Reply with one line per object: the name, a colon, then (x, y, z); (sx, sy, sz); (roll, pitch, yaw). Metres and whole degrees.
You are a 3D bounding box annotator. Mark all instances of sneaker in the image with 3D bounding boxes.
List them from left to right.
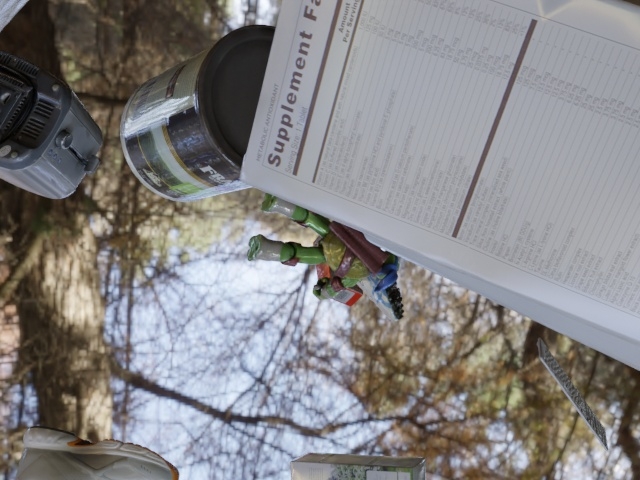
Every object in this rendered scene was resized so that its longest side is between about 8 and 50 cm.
sneaker: (-0.343, 0.367, 1.259); (0.262, 0.099, 0.121); (5, -118, 15)
sneaker: (0.091, 0.070, 1.712); (0.237, 0.086, 0.085); (56, -161, 10)

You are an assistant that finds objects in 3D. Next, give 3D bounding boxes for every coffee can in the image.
coffee can: (-0.137, -0.167, 1.162); (0.201, 0.202, 0.275); (-12, -176, -34)

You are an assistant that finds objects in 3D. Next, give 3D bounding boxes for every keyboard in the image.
keyboard: (0.499, 0.304, 1.633); (0.014, 0.256, 0.072); (-33, -165, 19)

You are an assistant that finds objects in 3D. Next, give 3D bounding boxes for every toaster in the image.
toaster: (-0.373, -0.140, 0.990); (0.226, 0.129, 0.146); (22, 166, 16)

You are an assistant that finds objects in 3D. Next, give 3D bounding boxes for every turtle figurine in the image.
turtle figurine: (0.000, 0.000, 1.532); (0.266, 0.198, 0.275); (18, -147, -23)

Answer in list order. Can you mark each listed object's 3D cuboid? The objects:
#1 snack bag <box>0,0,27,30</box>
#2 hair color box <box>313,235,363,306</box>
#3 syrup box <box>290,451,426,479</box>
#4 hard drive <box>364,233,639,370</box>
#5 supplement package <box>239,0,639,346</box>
snack bag: (-0.466, -0.341, 1.158); (0.037, 0.323, 0.343); (46, -156, -16)
hair color box: (0.040, 0.063, 1.908); (0.093, 0.053, 0.167); (23, -144, -28)
syrup box: (0.068, 0.443, 1.502); (0.236, 0.093, 0.096); (-3, 176, 21)
hard drive: (0.146, -0.027, 0.668); (0.047, 0.233, 0.353); (-44, -135, -20)
supplement package: (0.107, -0.063, 0.398); (0.244, 0.139, 0.134); (23, -152, 12)
